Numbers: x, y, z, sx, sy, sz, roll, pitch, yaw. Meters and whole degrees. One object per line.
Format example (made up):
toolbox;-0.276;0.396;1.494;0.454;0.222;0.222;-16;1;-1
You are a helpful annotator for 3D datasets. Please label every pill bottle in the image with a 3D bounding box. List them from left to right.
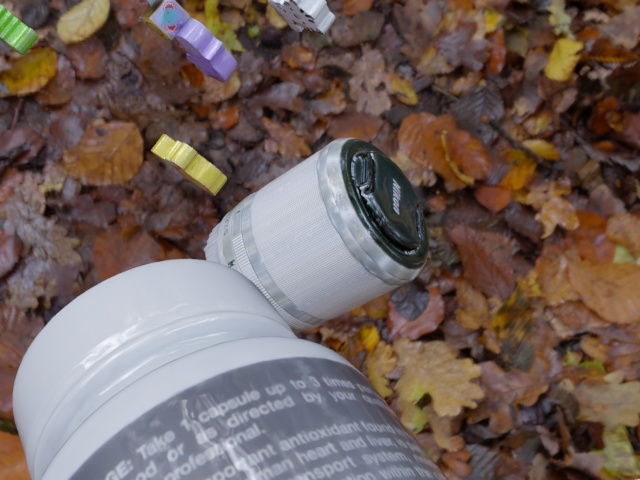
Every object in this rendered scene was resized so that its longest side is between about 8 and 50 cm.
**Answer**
pill bottle;-0.017;0.177;0.356;0.204;0.204;0.361;-23;45;-21

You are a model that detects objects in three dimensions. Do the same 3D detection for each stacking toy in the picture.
stacking toy;-0.108;-0.158;0.517;0.221;0.052;0.167;39;82;-36

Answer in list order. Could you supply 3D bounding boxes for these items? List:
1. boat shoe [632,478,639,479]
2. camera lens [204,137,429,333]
boat shoe;0.366;0.355;0.979;0.170;0.059;0.063;-27;34;1
camera lens;0.000;0.000;1.073;0.219;0.274;0.219;38;36;-34
